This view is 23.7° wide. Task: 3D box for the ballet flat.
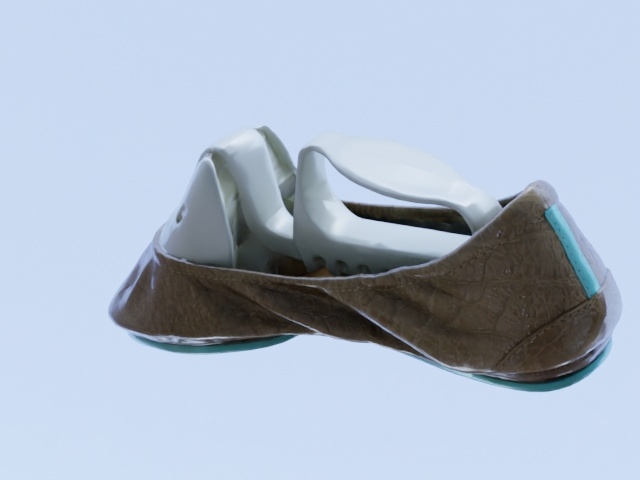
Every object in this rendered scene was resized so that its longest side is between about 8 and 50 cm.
[{"bbox_3d":[0.000,0.000,0.820,0.342,0.116,0.124,5,-57,44],"label":"ballet flat"}]
